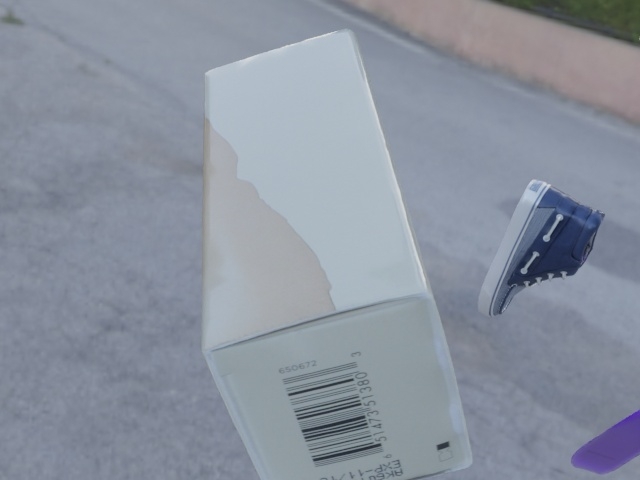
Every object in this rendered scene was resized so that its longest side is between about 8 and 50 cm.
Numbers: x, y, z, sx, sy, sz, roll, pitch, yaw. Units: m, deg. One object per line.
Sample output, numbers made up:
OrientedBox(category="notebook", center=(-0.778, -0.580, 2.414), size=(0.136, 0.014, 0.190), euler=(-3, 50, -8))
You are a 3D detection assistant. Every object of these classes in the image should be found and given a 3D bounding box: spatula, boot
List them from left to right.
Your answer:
OrientedBox(category="boot", center=(0.237, 0.028, 1.030), size=(0.086, 0.190, 0.069), euler=(29, 45, 17))
OrientedBox(category="spatula", center=(0.314, 0.087, 0.760), size=(0.084, 0.296, 0.030), euler=(23, 19, -42))

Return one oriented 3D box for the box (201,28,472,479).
OrientedBox(category="box", center=(0.000, 0.000, 0.621), size=(0.121, 0.148, 0.311), euler=(-15, 35, 4))
